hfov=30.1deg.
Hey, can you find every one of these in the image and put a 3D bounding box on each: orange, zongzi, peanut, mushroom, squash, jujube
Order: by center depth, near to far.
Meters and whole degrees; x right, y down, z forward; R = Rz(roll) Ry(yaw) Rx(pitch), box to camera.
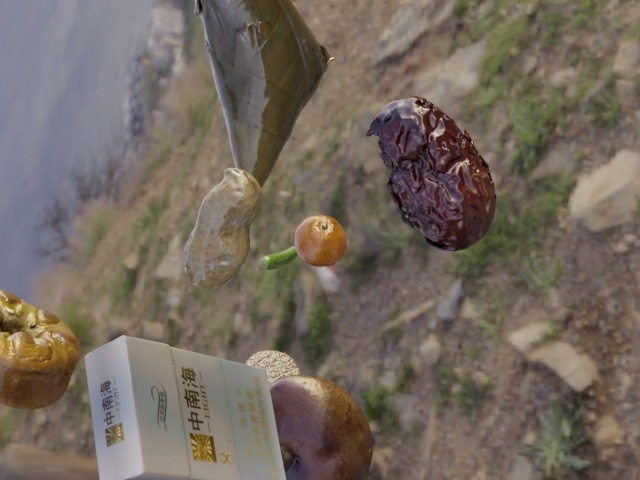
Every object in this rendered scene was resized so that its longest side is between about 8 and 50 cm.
[{"bbox_3d":[0.120,-0.071,1.197,0.166,0.104,0.104,64,169,-19],"label":"jujube"},{"bbox_3d":[-0.119,-0.011,1.489,0.080,0.080,0.174,-112,38,-55],"label":"peanut"},{"bbox_3d":[-0.116,-0.246,1.719,0.145,0.274,0.300,-6,48,32],"label":"zongzi"},{"bbox_3d":[0.001,0.000,1.826,0.083,0.084,0.083,-170,90,-69],"label":"orange"},{"bbox_3d":[-0.066,0.030,2.012,0.027,0.089,0.027,16,115,40],"label":"squash"},{"bbox_3d":[-0.021,0.365,2.200,0.254,0.267,0.267,-50,-4,-43],"label":"mushroom"}]

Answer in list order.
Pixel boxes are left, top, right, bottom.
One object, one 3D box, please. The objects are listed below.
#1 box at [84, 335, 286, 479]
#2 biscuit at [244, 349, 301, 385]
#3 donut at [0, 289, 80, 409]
[{"bbox_3d":[-0.143,0.203,1.304,0.067,0.243,0.155,-28,63,27],"label":"box"},{"bbox_3d":[-0.094,0.261,2.292,0.015,0.120,0.120,100,167,-50],"label":"biscuit"},{"bbox_3d":[-0.470,0.163,1.791,0.113,0.227,0.226,-65,23,11],"label":"donut"}]
